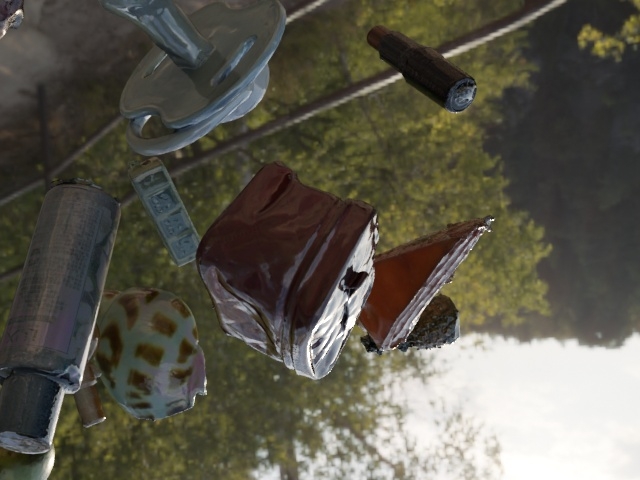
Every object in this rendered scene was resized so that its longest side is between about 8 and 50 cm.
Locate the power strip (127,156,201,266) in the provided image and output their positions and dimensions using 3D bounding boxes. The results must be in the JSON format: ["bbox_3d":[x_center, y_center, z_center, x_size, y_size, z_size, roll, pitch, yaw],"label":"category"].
[{"bbox_3d":[-0.324,-0.056,1.634,0.078,0.272,0.052,-28,-146,-11],"label":"power strip"}]

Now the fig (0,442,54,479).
[{"bbox_3d":[-0.658,0.478,1.616,0.181,0.191,0.181,11,-155,-5],"label":"fig"}]

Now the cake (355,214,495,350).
[{"bbox_3d":[0.127,0.053,1.026,0.098,0.135,0.287,-9,160,-43],"label":"cake"}]

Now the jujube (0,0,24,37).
[{"bbox_3d":[-0.349,-0.266,0.738,0.166,0.104,0.104,33,-172,12],"label":"jujube"}]

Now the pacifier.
[{"bbox_3d":[-0.183,-0.236,0.914,0.226,0.238,0.287,49,166,-33],"label":"pacifier"}]

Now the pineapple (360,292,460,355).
[{"bbox_3d":[0.172,0.173,1.488,0.197,0.108,0.108,-18,178,4],"label":"pineapple"}]

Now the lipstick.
[{"bbox_3d":[0.185,-0.338,1.469,0.081,0.081,0.300,-5,-142,-31],"label":"lipstick"}]

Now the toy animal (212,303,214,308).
[{"bbox_3d":[-0.113,0.127,1.589,0.220,0.108,0.062,-10,146,-20],"label":"toy animal"}]

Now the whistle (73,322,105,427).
[{"bbox_3d":[-0.416,0.206,1.300,0.107,0.220,0.057,-19,171,-6],"label":"whistle"}]

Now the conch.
[{"bbox_3d":[-0.380,0.208,1.573,0.368,0.197,0.249,7,-129,43],"label":"conch"}]

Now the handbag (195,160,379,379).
[{"bbox_3d":[-0.021,0.035,0.735,0.135,0.146,0.225,26,156,14],"label":"handbag"}]

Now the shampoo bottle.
[{"bbox_3d":[-0.211,0.057,0.611,0.072,0.214,0.072,3,149,2],"label":"shampoo bottle"}]
